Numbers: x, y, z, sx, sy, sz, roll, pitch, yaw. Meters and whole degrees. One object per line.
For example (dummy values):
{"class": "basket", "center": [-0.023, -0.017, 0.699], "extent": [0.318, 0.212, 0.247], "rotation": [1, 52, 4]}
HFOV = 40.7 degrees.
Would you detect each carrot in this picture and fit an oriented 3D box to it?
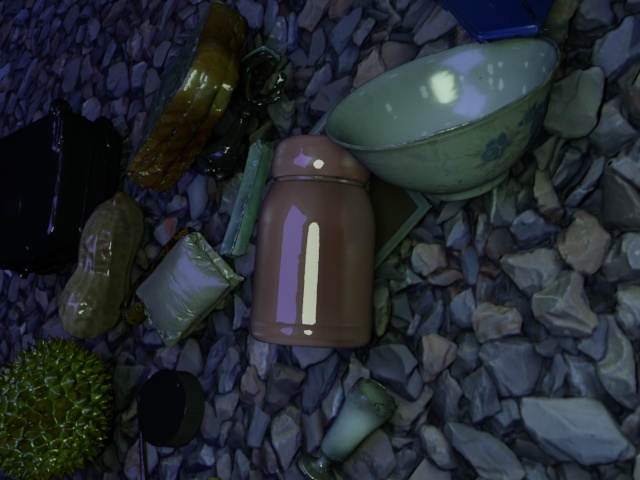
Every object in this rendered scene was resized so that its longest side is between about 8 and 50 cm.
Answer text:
{"class": "carrot", "center": [-0.294, 0.067, 1.588], "extent": [0.228, 0.069, 0.069], "rotation": [-48, 49, 23]}

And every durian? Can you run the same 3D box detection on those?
{"class": "durian", "center": [-0.486, 0.305, 1.576], "extent": [0.225, 0.291, 0.291], "rotation": [6, 78, 5]}

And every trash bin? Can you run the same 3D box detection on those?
{"class": "trash bin", "center": [0.247, -0.396, 1.124], "extent": [0.163, 0.184, 0.234], "rotation": [5, 68, 46]}

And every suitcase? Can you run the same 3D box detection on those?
{"class": "suitcase", "center": [-0.588, -0.092, 1.830], "extent": [0.345, 0.188, 0.339], "rotation": [-13, 66, 38]}

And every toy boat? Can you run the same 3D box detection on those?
{"class": "toy boat", "center": [-0.129, -0.304, 1.564], "extent": [0.140, 0.059, 0.066], "rotation": [-38, 25, 32]}

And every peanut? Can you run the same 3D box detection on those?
{"class": "peanut", "center": [-0.415, 0.049, 1.667], "extent": [0.120, 0.136, 0.298], "rotation": [13, 78, 5]}

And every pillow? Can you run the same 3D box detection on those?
{"class": "pillow", "center": [-0.233, 0.082, 1.498], "extent": [0.181, 0.078, 0.134], "rotation": [-44, 74, 22]}

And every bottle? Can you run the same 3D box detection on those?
{"class": "bottle", "center": [0.000, 0.000, 1.227], "extent": [0.173, 0.206, 0.296], "rotation": [0, 86, 30]}

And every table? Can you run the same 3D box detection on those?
{"class": "table", "center": [-0.261, 0.292, 1.496], "extent": [0.134, 0.043, 0.133], "rotation": [-15, 67, 39]}

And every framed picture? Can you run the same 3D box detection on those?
{"class": "framed picture", "center": [0.031, -0.062, 1.356], "extent": [0.231, 0.018, 0.293], "rotation": [-49, 49, 20]}

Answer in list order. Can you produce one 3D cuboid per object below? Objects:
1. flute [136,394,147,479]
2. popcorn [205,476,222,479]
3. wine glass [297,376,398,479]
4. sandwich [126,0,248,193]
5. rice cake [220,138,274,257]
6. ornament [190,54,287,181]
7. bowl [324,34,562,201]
{"class": "flute", "center": [-0.314, 0.404, 1.531], "extent": [0.014, 0.014, 0.269], "rotation": [-28, 59, 34]}
{"class": "popcorn", "center": [-0.168, 0.470, 1.254], "extent": [0.217, 0.181, 0.235], "rotation": [-46, 43, 25]}
{"class": "wine glass", "center": [0.038, 0.271, 1.206], "extent": [0.155, 0.072, 0.072], "rotation": [-55, 47, 15]}
{"class": "sandwich", "center": [-0.227, -0.259, 1.513], "extent": [0.271, 0.099, 0.301], "rotation": [-54, 20, 33]}
{"class": "rice cake", "center": [-0.126, -0.071, 1.489], "extent": [0.034, 0.043, 0.210], "rotation": [13, 84, 33]}
{"class": "ornament", "center": [-0.144, -0.217, 1.518], "extent": [0.236, 0.080, 0.202], "rotation": [-60, 18, 3]}
{"class": "bowl", "center": [0.175, -0.140, 1.131], "extent": [0.314, 0.146, 0.313], "rotation": [-19, 24, 9]}
